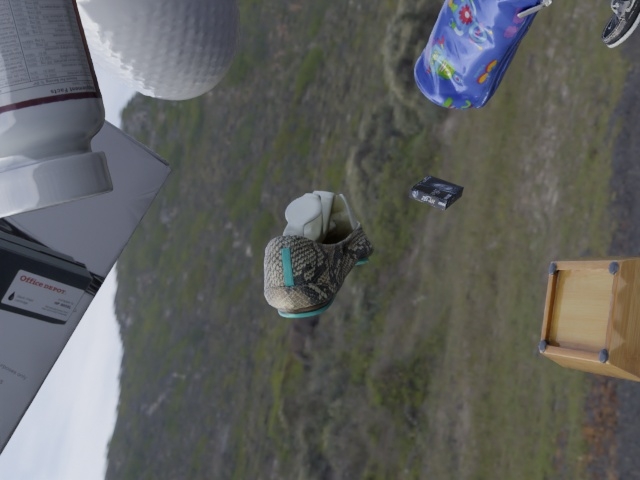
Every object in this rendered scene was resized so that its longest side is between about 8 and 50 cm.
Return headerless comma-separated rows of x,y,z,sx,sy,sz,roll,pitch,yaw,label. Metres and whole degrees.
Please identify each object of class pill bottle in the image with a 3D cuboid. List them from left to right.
-0.245,-0.135,0.772,0.121,0.121,0.221,-69,-35,-84,pill bottle

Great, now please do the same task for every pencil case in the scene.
0.228,-0.296,1.284,0.133,0.119,0.306,66,157,21,pencil case

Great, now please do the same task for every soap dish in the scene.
0.528,0.137,1.794,0.291,0.118,0.228,175,105,-73,soap dish

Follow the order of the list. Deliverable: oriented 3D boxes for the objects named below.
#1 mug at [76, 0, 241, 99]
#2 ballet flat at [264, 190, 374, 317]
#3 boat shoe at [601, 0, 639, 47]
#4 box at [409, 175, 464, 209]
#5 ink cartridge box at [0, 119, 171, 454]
-0.315,-0.380,1.523,0.328,0.374,0.276,57,-146,-58,mug
0.000,0.000,1.737,0.483,0.164,0.182,-40,-57,-75,ballet flat
0.343,-0.267,1.051,0.125,0.038,0.046,124,160,-48,boat shoe
0.195,-0.081,1.604,0.083,0.067,0.018,-33,-40,-56,box
-0.385,0.030,1.130,0.285,0.166,0.395,8,65,57,ink cartridge box
